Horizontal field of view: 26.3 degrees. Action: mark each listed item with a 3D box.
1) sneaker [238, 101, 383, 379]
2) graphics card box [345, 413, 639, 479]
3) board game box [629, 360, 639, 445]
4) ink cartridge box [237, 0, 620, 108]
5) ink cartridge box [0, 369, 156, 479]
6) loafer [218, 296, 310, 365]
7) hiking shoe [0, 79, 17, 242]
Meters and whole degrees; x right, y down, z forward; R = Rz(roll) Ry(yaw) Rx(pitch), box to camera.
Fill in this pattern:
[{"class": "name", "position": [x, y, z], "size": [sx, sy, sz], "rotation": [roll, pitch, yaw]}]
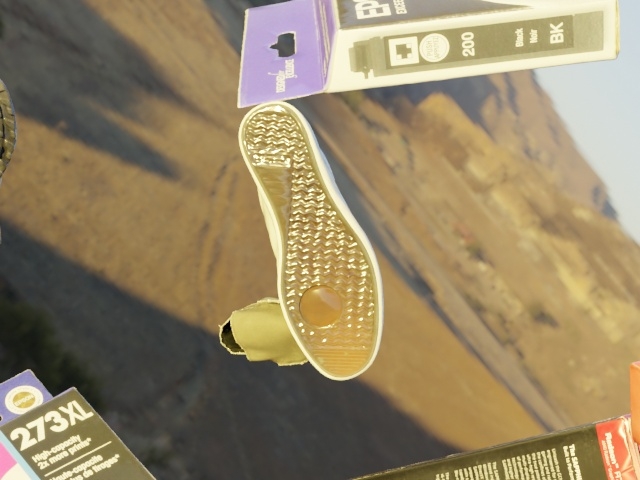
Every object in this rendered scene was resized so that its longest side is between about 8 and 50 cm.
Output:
[{"class": "sneaker", "position": [0.000, 0.000, 1.418], "size": [0.123, 0.106, 0.290], "rotation": [30, 44, -83]}, {"class": "graphics card box", "position": [0.172, 0.314, 1.312], "size": [0.094, 0.371, 0.232], "rotation": [1, 72, -57]}, {"class": "board game box", "position": [0.410, 0.115, 0.927], "size": [0.242, 0.317, 0.064], "rotation": [-148, -131, -67]}, {"class": "ink cartridge box", "position": [0.052, -0.141, 0.814], "size": [0.206, 0.208, 0.045], "rotation": [-96, 178, -66]}, {"class": "ink cartridge box", "position": [-0.230, 0.244, 1.178], "size": [0.371, 0.176, 0.069], "rotation": [39, -38, 34]}, {"class": "loafer", "position": [-0.056, 0.116, 1.645], "size": [0.094, 0.087, 0.251], "rotation": [69, -21, -1]}, {"class": "hiking shoe", "position": [-0.409, -0.092, 1.585], "size": [0.086, 0.226, 0.114], "rotation": [2, 22, -28]}]
